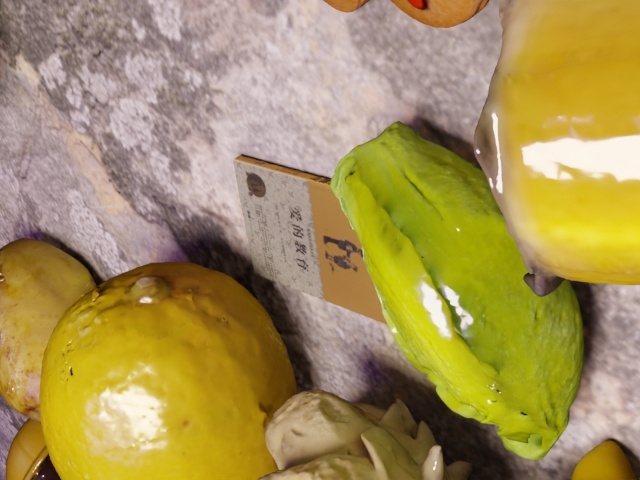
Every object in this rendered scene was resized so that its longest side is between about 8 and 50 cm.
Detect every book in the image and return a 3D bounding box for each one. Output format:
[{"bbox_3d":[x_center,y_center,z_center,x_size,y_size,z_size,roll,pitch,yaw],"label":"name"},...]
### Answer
[{"bbox_3d":[0.000,0.000,0.661,0.172,0.012,0.118,18,129,37],"label":"book"}]

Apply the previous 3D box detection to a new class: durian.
[{"bbox_3d":[0.099,0.039,0.527,0.250,0.101,0.139,55,169,-2],"label":"durian"}]

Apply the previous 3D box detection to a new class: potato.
[{"bbox_3d":[-0.299,0.126,0.944,0.300,0.140,0.173,41,96,19],"label":"potato"}]

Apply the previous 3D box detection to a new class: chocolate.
[{"bbox_3d":[0.281,-0.037,0.256,0.445,0.162,0.162,6,120,37],"label":"chocolate"}]

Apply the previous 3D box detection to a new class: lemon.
[{"bbox_3d":[-0.133,0.145,0.729,0.236,0.236,0.263,20,108,35],"label":"lemon"}]

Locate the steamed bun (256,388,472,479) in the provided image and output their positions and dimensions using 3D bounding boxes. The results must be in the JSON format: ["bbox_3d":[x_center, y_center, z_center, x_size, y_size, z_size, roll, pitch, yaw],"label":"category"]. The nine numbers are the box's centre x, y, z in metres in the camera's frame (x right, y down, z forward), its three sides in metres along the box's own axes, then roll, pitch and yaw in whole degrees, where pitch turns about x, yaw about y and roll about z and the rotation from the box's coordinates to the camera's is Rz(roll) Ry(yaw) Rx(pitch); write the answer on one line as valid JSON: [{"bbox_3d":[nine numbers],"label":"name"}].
[{"bbox_3d":[0.067,0.234,0.603,0.137,0.292,0.295,-26,119,10],"label":"steamed bun"}]

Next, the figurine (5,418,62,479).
[{"bbox_3d":[-0.271,0.283,1.018,0.256,0.192,0.167,0,80,19],"label":"figurine"}]

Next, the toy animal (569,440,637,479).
[{"bbox_3d":[0.220,0.258,0.515,0.230,0.156,0.156,48,140,3],"label":"toy animal"}]

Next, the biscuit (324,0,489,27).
[{"bbox_3d":[-0.007,-0.199,0.464,0.250,0.036,0.165,39,163,19],"label":"biscuit"}]
